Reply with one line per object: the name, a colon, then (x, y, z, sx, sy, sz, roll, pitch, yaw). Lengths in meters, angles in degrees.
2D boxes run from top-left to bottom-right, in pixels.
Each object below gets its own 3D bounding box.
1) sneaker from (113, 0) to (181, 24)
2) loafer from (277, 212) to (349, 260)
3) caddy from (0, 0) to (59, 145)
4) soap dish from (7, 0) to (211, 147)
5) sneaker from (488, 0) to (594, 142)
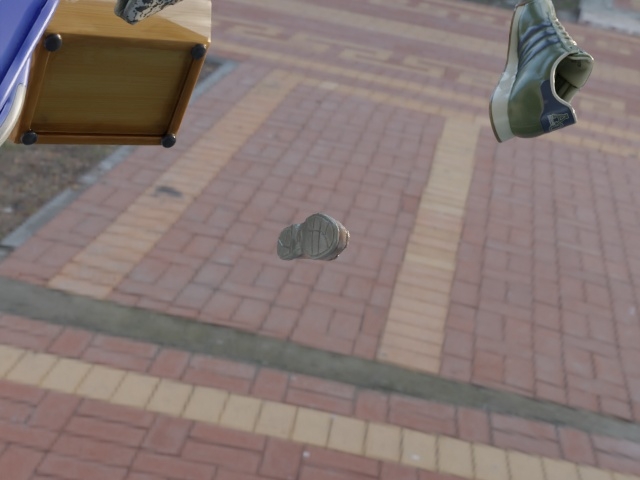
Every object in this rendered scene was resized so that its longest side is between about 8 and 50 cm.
sneaker: (-0.242, -0.411, 1.133, 0.182, 0.410, 0.158, -41, 33, -16)
loafer: (0.000, 0.000, 0.998, 0.039, 0.045, 0.125, 10, -9, -26)
caddy: (-0.382, -0.167, 1.041, 0.179, 0.241, 0.341, 38, 51, -29)
soap dish: (-0.302, -0.235, 1.434, 0.290, 0.229, 0.118, -3, 46, -36)
sneaker: (0.228, -0.173, 1.021, 0.086, 0.064, 0.192, -3, 50, 31)
